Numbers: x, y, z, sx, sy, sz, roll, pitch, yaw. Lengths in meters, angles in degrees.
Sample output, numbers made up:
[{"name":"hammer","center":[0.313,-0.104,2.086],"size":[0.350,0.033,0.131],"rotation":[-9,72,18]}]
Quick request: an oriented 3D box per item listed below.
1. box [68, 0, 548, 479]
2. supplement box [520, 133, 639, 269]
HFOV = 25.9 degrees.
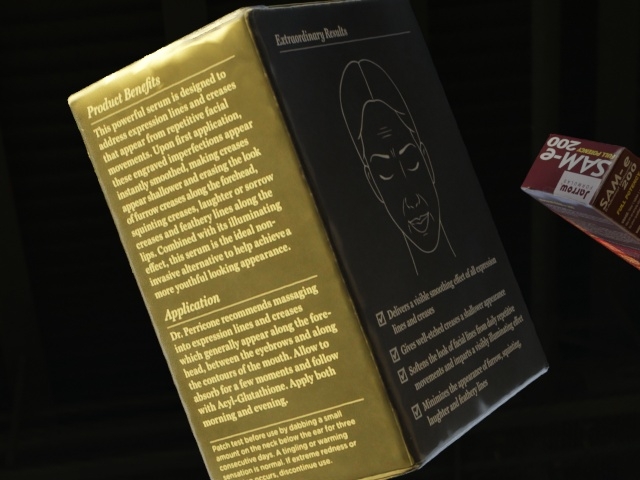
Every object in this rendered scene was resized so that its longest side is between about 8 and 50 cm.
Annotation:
[{"name":"box","center":[0.000,0.000,1.258],"size":[0.212,0.293,0.395],"rotation":[-20,-90,33]},{"name":"supplement box","center":[0.342,-0.019,1.458],"size":[0.239,0.130,0.073],"rotation":[31,-94,-28]}]
